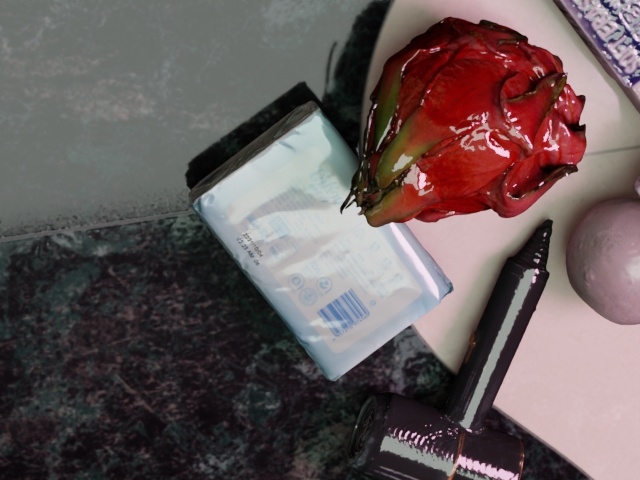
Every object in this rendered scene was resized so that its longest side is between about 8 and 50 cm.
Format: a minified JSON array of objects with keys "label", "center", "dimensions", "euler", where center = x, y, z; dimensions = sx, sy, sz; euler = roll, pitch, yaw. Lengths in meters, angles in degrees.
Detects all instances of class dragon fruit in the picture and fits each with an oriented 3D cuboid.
[{"label":"dragon fruit","center":[0.142,-0.104,1.684],"dimensions":[0.293,0.233,0.234],"euler":[-47,111,-26]}]

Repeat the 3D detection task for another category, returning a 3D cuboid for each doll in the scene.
[{"label":"doll","center":[0.390,-0.039,1.775],"dimensions":[0.151,0.151,0.287],"euler":[29,116,-15]}]

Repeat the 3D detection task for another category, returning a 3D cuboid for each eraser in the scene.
[{"label":"eraser","center":[0.325,-0.264,1.745],"dimensions":[0.130,0.086,0.287],"euler":[-37,109,7]}]

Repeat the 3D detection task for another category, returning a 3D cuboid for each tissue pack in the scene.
[{"label":"tissue pack","center":[0.000,0.000,1.790],"dimensions":[0.177,0.089,0.263],"euler":[-36,106,4]}]

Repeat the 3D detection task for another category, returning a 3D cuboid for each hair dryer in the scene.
[{"label":"hair dryer","center":[0.174,0.130,1.861],"dimensions":[0.189,0.107,0.352],"euler":[20,97,-11]}]
